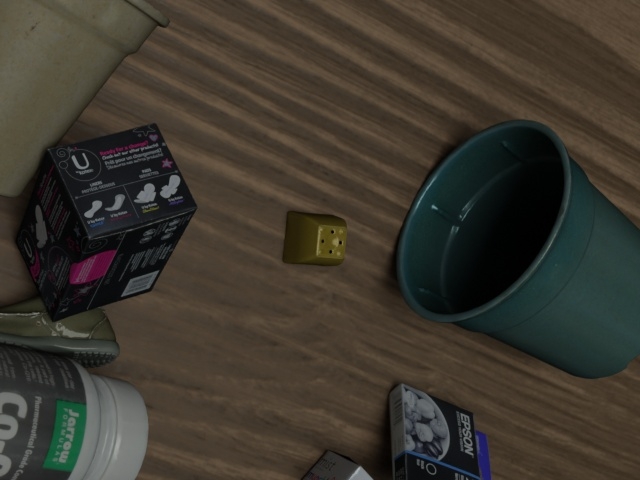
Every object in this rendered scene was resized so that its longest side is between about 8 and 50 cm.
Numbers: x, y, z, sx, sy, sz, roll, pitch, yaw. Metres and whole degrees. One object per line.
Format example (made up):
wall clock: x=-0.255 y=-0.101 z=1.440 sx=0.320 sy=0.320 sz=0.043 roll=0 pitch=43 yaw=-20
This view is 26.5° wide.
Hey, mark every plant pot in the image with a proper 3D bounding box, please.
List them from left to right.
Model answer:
plant pot: x=-0.413 y=-0.237 z=1.737 sx=0.333 sy=0.334 sz=0.305 roll=30 pitch=92 yaw=-25
plant pot: x=0.000 y=0.000 z=2.061 sx=0.081 sy=0.083 sz=0.081 roll=5 pitch=92 yaw=-27
plant pot: x=0.356 y=0.038 z=2.120 sx=0.334 sy=0.341 sz=0.341 roll=31 pitch=80 yaw=-32

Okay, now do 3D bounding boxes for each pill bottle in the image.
pill bottle: x=-0.420 y=0.238 z=1.780 sx=0.361 sy=0.204 sz=0.204 roll=16 pitch=87 yaw=-40

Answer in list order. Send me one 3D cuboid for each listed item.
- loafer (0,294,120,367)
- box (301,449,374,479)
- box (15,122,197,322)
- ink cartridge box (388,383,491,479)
loafer: x=-0.403 y=0.122 z=1.882 sx=0.251 sy=0.094 sz=0.087 roll=10 pitch=61 yaw=-31
box: x=0.042 y=0.500 z=2.097 sx=0.231 sy=0.127 sz=0.262 roll=-46 pitch=110 yaw=-14
box: x=-0.289 y=-0.023 z=1.806 sx=0.163 sy=0.247 sz=0.142 roll=-18 pitch=71 yaw=-30
ink cartridge box: x=0.204 y=0.350 z=2.144 sx=0.208 sy=0.045 sz=0.206 roll=25 pitch=42 yaw=-26
